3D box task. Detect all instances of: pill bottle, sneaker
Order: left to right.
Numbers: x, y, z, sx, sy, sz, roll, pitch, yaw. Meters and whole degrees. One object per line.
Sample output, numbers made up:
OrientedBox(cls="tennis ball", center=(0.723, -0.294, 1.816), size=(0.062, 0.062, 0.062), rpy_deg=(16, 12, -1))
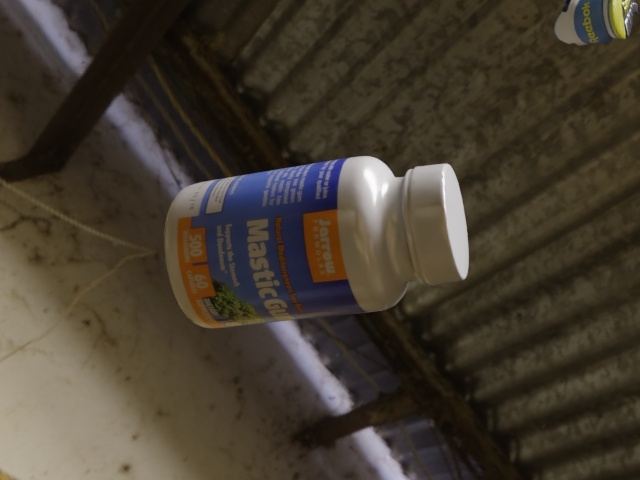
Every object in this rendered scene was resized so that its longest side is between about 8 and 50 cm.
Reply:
OrientedBox(cls="pill bottle", center=(0.000, 0.000, 0.855), size=(0.272, 0.152, 0.152), rpy_deg=(-8, -70, 19))
OrientedBox(cls="sneaker", center=(0.243, -0.208, 0.766), size=(0.059, 0.144, 0.053), rpy_deg=(-12, -71, 32))
